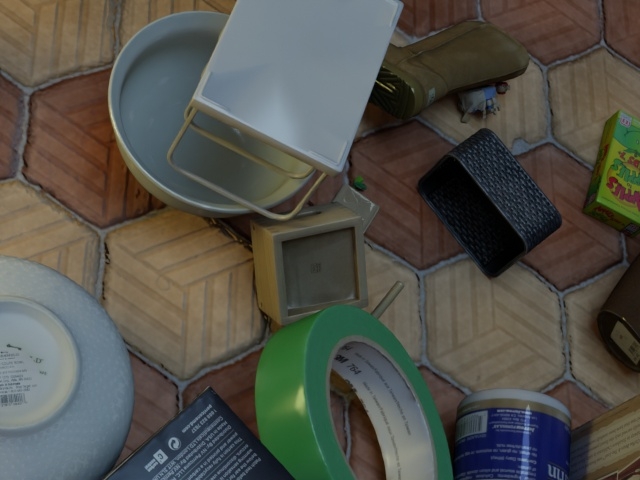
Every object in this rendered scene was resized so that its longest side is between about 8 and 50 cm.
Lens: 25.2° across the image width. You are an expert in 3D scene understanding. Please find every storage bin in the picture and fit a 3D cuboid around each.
[{"bbox_3d":[0.240,-0.053,2.033,0.084,0.122,0.180,-34,83,-32],"label":"storage bin"}]

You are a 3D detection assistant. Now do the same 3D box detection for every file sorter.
[{"bbox_3d":[-0.050,-0.197,1.785,0.192,0.173,0.278,26,58,-10],"label":"file sorter"}]

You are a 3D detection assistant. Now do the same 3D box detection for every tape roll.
[{"bbox_3d":[0.047,0.239,1.740,0.321,0.077,0.321,40,37,-38],"label":"tape roll"}]

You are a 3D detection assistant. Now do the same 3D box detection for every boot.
[{"bbox_3d":[0.142,-0.279,2.118,0.236,0.089,0.269,41,44,22],"label":"boot"}]

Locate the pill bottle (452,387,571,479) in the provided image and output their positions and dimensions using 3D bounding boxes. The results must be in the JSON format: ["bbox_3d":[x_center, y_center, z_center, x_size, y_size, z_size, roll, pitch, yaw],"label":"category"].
[{"bbox_3d":[0.241,0.337,1.835,0.153,0.153,0.265,16,62,-16],"label":"pill bottle"}]

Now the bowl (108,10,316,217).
[{"bbox_3d":[-0.151,-0.145,1.897,0.297,0.134,0.298,10,63,-19],"label":"bowl"}]

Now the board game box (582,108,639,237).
[{"bbox_3d":[0.472,-0.104,2.205,0.092,0.043,0.181,27,59,-11],"label":"board game box"}]

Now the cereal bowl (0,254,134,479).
[{"bbox_3d":[-0.371,0.162,1.656,0.339,0.141,0.339,10,62,-20],"label":"cereal bowl"}]

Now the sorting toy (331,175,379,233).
[{"bbox_3d":[0.051,-0.052,2.014,0.062,0.012,0.083,33,61,-1],"label":"sorting toy"}]

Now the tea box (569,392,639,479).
[{"bbox_3d":[0.494,0.357,1.831,0.323,0.329,0.220,18,61,-16],"label":"tea box"}]

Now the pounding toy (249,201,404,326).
[{"bbox_3d":[0.011,0.060,1.891,0.181,0.094,0.206,-12,110,-21],"label":"pounding toy"}]

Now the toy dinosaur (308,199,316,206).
[{"bbox_3d":[0.000,0.000,1.965,0.090,0.047,0.082,26,63,28],"label":"toy dinosaur"}]

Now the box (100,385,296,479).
[{"bbox_3d":[-0.126,0.372,1.545,0.312,0.343,0.179,48,57,3],"label":"box"}]

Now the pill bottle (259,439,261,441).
[{"bbox_3d":[-0.080,0.319,1.719,0.123,0.123,0.219,-38,86,-32],"label":"pill bottle"}]

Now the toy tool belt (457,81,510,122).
[{"bbox_3d":[0.247,-0.208,2.159,0.083,0.052,0.051,-13,111,-24],"label":"toy tool belt"}]

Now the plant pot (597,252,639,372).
[{"bbox_3d":[0.520,0.085,2.060,0.230,0.215,0.215,-34,83,-18],"label":"plant pot"}]
